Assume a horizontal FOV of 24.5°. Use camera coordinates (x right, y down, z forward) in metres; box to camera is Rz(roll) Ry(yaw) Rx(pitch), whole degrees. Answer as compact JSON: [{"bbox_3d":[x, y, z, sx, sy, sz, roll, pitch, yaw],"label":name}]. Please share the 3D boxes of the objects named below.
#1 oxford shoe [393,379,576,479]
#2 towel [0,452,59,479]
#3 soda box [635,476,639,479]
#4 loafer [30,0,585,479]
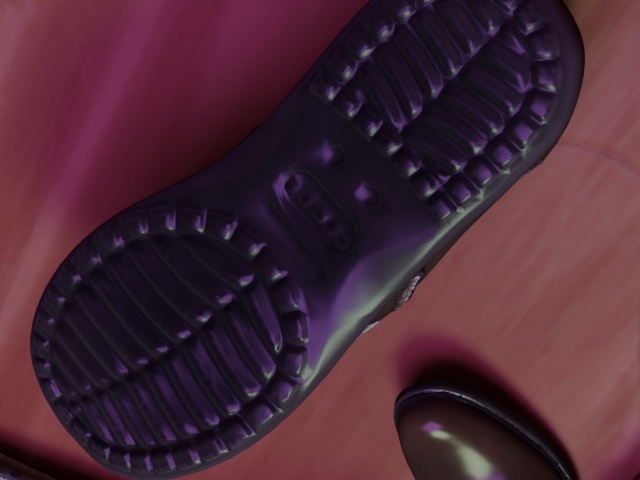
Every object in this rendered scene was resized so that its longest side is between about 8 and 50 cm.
[{"bbox_3d":[0.110,0.179,0.850,0.083,0.096,0.227,-24,109,31],"label":"oxford shoe"},{"bbox_3d":[-0.171,0.290,1.045,0.324,0.056,0.312,22,122,6],"label":"towel"},{"bbox_3d":[0.245,0.209,0.843,0.183,0.063,0.058,32,125,-3],"label":"soda box"},{"bbox_3d":[0.000,0.000,0.744,0.366,0.130,0.134,-37,84,29],"label":"loafer"}]
